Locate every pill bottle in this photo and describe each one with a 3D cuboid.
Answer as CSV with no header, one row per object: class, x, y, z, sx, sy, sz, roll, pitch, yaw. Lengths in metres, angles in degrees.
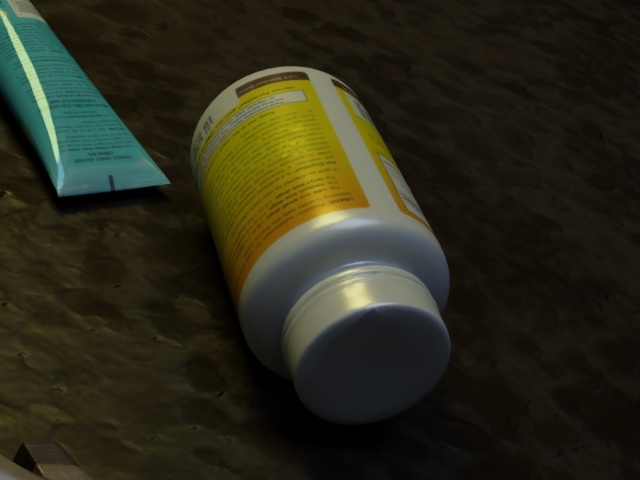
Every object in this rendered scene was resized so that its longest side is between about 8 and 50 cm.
pill bottle,0.000,0.000,0.714,0.117,0.117,0.215,6,35,-22

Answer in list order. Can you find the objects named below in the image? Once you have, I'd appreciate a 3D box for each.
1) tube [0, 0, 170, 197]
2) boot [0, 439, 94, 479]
tube,-0.182,-0.101,0.832,0.080,0.052,0.207,-14,51,-36
boot,-0.135,0.124,0.524,0.118,0.042,0.087,-5,42,-34
